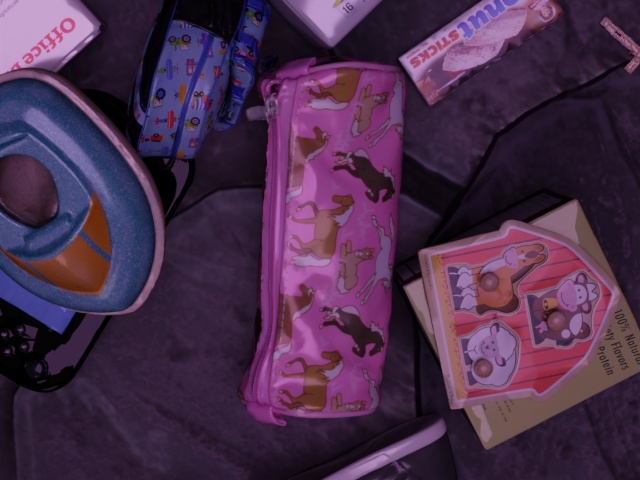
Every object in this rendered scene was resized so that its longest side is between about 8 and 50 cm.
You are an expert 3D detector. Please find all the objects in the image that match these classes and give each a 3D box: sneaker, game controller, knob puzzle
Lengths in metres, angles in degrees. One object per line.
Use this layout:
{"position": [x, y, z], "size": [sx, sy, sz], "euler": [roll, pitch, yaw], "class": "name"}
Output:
{"position": [0.030, 0.319, 1.427], "size": [0.296, 0.104, 0.147], "euler": [-25, 94, -5], "class": "sneaker"}
{"position": [-0.271, 0.001, 1.382], "size": [0.166, 0.067, 0.319], "euler": [31, 94, -8], "class": "game controller"}
{"position": [0.210, 0.073, 1.307], "size": [0.213, 0.030, 0.213], "euler": [0, 97, -3], "class": "knob puzzle"}

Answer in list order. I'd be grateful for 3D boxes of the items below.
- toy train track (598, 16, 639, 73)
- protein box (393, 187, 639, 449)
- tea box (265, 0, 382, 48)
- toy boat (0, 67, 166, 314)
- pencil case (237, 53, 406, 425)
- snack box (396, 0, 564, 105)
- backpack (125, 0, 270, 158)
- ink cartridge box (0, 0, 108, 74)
{"position": [0.342, -0.216, 1.422], "size": [0.083, 0.014, 0.048], "euler": [39, 93, -8], "class": "toy train track"}
{"position": [0.213, 0.079, 1.392], "size": [0.201, 0.136, 0.199], "euler": [-27, 98, 0], "class": "protein box"}
{"position": [0.008, -0.413, 1.267], "size": [0.329, 0.220, 0.323], "euler": [-43, 99, 2], "class": "tea box"}
{"position": [-0.309, 0.001, 1.265], "size": [0.318, 0.148, 0.267], "euler": [-32, 107, 19], "class": "toy boat"}
{"position": [0.000, 0.000, 1.356], "size": [0.167, 0.160, 0.386], "euler": [2, 99, -5], "class": "pencil case"}
{"position": [0.174, -0.222, 1.405], "size": [0.178, 0.022, 0.064], "euler": [-35, 98, 1], "class": "snack box"}
{"position": [-0.129, -0.160, 1.298], "size": [0.117, 0.158, 0.173], "euler": [17, 56, -9], "class": "backpack"}
{"position": [-0.360, -0.249, 1.323], "size": [0.172, 0.100, 0.237], "euler": [-42, 98, 3], "class": "ink cartridge box"}
